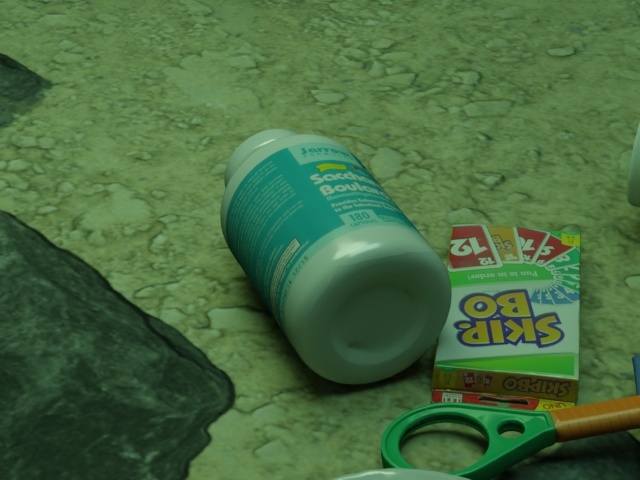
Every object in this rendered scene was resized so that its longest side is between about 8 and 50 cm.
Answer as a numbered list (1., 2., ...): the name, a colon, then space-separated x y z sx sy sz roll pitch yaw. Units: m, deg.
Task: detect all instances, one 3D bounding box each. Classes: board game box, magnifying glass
1. board game box: 0.169 0.067 1.524 0.124 0.039 0.259 5 35 6
2. magnifying glass: 0.162 0.155 1.367 0.231 0.026 0.092 -11 34 -3

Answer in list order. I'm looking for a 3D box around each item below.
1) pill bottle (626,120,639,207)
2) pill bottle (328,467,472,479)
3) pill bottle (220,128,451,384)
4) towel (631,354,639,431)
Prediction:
1. pill bottle: 0.461 -0.062 1.607 0.318 0.176 0.176 14 34 19
2. pill bottle: 0.039 0.286 0.917 0.169 0.301 0.169 2 32 -1
3. pill bottle: 0.000 0.000 1.512 0.146 0.146 0.264 -11 35 -20
4. towel: 0.399 0.167 1.378 0.285 0.034 0.209 2 34 4
